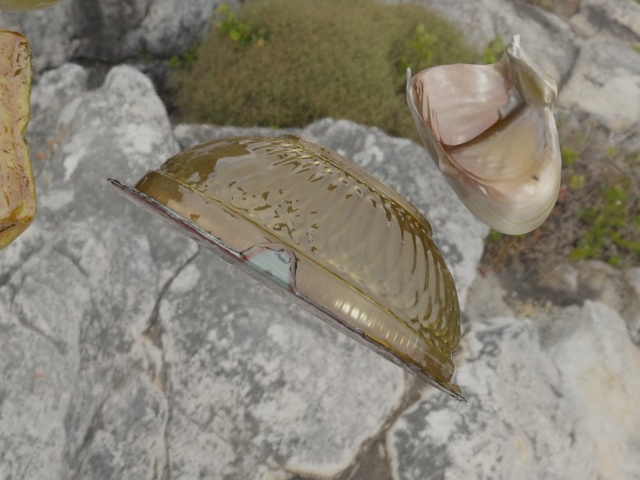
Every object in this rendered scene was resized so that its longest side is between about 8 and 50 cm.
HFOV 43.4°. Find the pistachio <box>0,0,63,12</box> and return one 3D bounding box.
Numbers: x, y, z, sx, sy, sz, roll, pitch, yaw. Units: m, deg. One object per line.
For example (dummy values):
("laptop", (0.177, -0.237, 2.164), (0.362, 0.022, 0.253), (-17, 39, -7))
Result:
("pistachio", (-0.439, -0.396, 0.994), (0.288, 0.197, 0.166), (13, 32, -45))

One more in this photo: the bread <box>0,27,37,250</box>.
("bread", (-0.385, -0.122, 0.942), (0.077, 0.139, 0.271), (20, 51, -51))

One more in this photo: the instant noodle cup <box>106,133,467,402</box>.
("instant noodle cup", (0.000, 0.000, 0.532), (0.274, 0.274, 0.091), (33, 84, -2))

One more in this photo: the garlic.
("garlic", (0.124, -0.079, 0.624), (0.099, 0.124, 0.174), (-15, 48, -3))
